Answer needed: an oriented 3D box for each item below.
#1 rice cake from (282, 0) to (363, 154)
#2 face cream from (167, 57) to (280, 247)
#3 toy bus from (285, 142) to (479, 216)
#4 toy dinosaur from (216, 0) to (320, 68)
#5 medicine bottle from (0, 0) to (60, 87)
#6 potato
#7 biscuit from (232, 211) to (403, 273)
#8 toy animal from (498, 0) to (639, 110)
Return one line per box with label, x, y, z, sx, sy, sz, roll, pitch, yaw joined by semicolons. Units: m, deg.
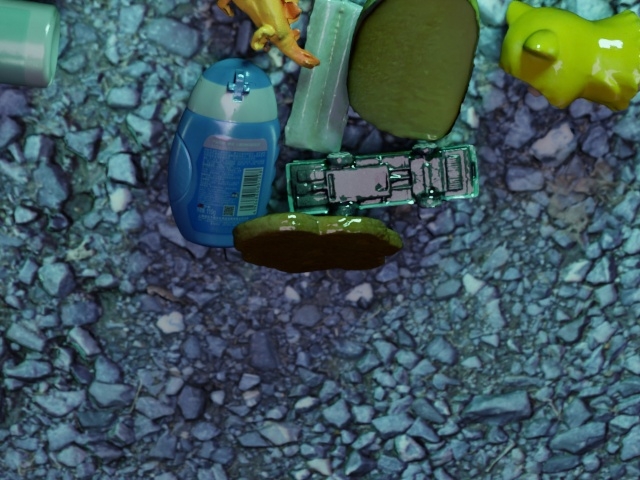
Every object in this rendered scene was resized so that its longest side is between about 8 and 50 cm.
rice cake;0.007;-0.223;1.581;0.085;0.040;0.226;9;116;-8
face cream;-0.130;-0.121;1.596;0.149;0.083;0.264;4;116;-15
toy bus;0.084;-0.085;1.616;0.262;0.109;0.091;-4;97;0
toy dinosaur;-0.093;-0.336;1.500;0.117;0.070;0.288;-42;104;15
medicine bottle;-0.513;-0.268;1.476;0.352;0.110;0.110;6;116;-8
potato;0.122;-0.263;1.520;0.160;0.111;0.271;8;141;2
biscuit;0.000;0.000;1.613;0.208;0.041;0.290;-13;164;32
toy animal;0.355;-0.243;1.542;0.230;0.156;0.156;10;115;-11
